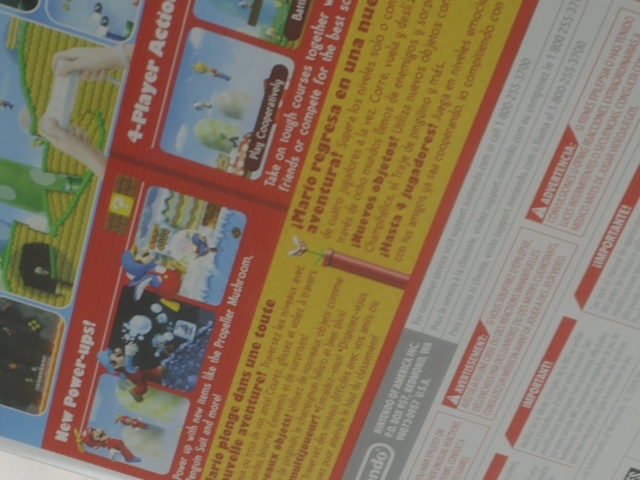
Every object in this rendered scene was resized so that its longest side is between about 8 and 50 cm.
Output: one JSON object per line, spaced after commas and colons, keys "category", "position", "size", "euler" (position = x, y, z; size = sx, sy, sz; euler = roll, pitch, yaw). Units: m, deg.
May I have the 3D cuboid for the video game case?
{"category": "video game case", "position": [0.000, 0.000, 0.351], "size": [0.285, 0.025, 0.204], "euler": [18, 122, -3]}
